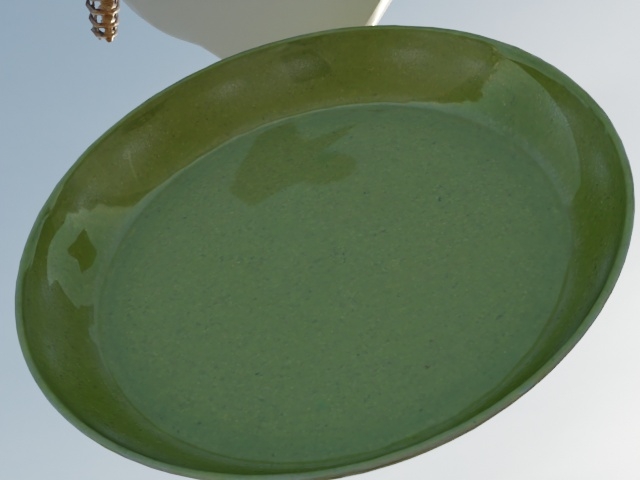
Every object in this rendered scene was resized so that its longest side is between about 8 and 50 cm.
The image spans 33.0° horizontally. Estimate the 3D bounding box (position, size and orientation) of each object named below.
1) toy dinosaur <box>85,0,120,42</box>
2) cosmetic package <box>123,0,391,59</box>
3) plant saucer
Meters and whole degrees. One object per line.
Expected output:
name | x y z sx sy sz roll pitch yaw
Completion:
toy dinosaur | -0.206 -0.333 0.879 0.164 0.218 0.322 9 -70 -27
cosmetic package | 0.001 -0.276 0.678 0.217 0.385 0.156 31 -46 -5
plant saucer | 0.000 0.000 0.428 0.240 0.241 0.037 -17 -46 1
